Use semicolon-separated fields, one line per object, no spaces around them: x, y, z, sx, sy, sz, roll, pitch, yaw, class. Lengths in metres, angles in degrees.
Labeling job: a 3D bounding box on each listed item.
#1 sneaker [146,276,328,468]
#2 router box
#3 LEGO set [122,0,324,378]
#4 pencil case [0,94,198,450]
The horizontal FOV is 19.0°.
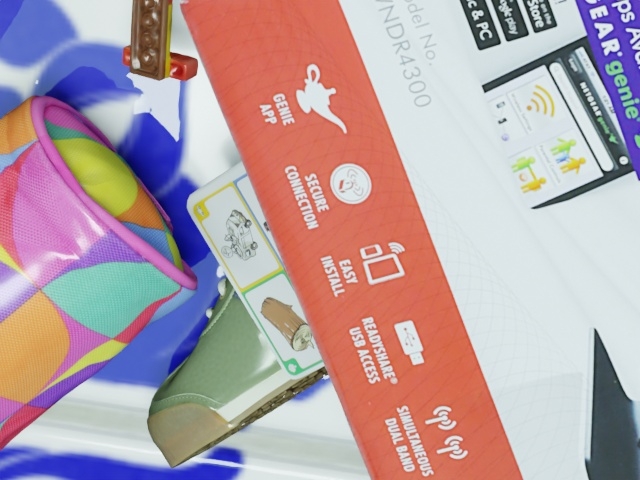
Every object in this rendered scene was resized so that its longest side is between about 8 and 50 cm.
0.000;0.000;0.719;0.192;0.064;0.086;-35;84;13;sneaker
0.162;0.032;0.520;0.301;0.082;0.335;-16;105;24;router box
-0.002;-0.096;0.645;0.182;0.060;0.244;-31;91;35;LEGO set
-0.156;0.051;0.715;0.236;0.104;0.104;-40;97;10;pencil case
